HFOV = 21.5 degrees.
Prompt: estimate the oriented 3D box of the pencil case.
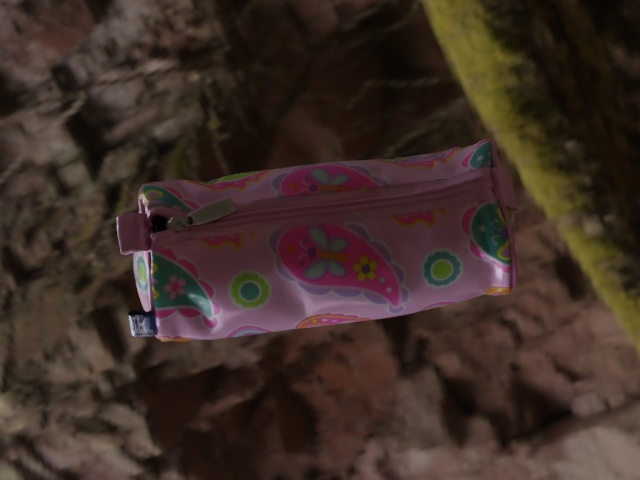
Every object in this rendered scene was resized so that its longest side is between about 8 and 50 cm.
[{"bbox_3d":[0.000,0.000,1.225,0.124,0.284,0.124,174,90,-90],"label":"pencil case"}]
